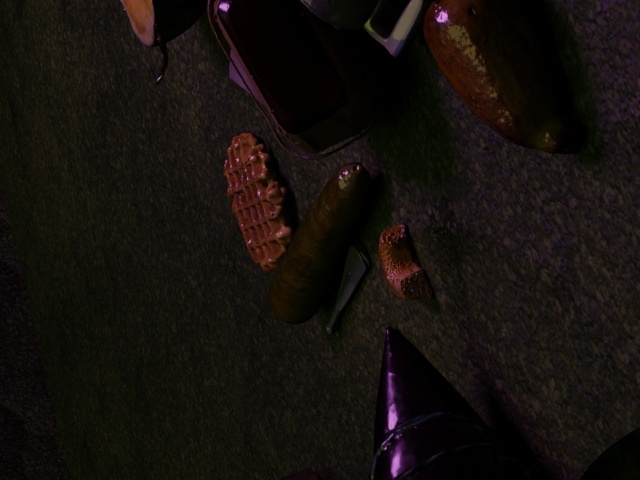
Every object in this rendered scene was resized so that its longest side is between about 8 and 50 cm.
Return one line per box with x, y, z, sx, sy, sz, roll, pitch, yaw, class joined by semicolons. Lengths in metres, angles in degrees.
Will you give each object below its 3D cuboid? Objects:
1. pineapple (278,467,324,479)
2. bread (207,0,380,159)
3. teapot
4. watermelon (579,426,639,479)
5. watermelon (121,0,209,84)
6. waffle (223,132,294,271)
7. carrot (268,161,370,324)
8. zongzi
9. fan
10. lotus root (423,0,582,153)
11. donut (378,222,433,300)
-0.013;0.421;2.304;0.108;0.108;0.198;10;123;66;pineapple
-0.032;-0.195;1.778;0.224;0.142;0.212;61;-174;-1;bread
0.040;-0.270;1.663;0.108;0.111;0.149;-51;47;39;teapot
0.293;0.250;1.248;0.242;0.242;0.242;49;148;46;watermelon
-0.202;-0.358;2.151;0.204;0.127;0.232;110;140;-56;watermelon
-0.083;-0.051;2.209;0.191;0.038;0.191;48;147;48;waffle
0.000;0.000;2.000;0.074;0.074;0.358;64;156;22;carrot
0.135;0.275;1.681;0.383;0.319;0.362;-128;21;-82;zongzi
0.031;0.065;2.045;0.038;0.016;0.193;60;155;25;fan
0.162;-0.149;1.477;0.191;0.094;0.108;64;-169;10;lotus root
0.091;0.027;1.842;0.067;0.038;0.083;-148;44;-63;donut
